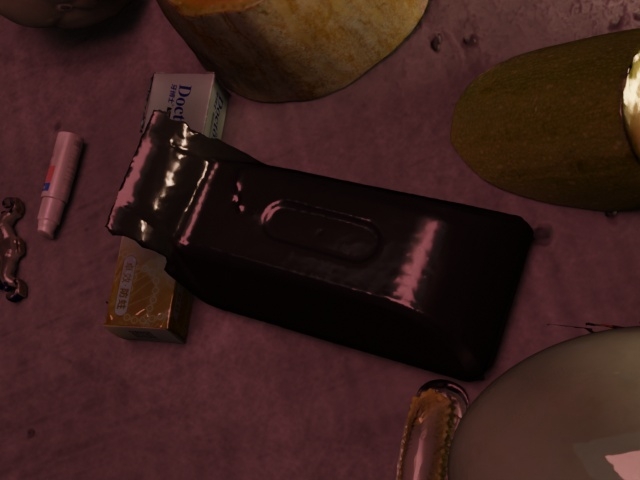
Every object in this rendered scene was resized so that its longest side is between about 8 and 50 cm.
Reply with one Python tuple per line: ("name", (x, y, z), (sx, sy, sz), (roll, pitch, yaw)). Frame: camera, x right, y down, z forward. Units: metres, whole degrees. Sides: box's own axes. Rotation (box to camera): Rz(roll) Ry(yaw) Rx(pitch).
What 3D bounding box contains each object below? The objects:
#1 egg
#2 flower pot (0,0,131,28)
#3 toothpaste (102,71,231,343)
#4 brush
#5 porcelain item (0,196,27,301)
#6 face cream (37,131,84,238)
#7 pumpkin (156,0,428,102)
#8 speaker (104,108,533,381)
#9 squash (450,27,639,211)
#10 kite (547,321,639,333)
("egg", (0.297, 0.209, 1.065), (0.388, 0.276, 0.276), (4, 72, 19))
("flower pot", (-0.329, -0.378, 1.566), (0.195, 0.246, 0.246), (9, 74, 23))
("toothpaste", (-0.173, -0.041, 1.471), (0.089, 0.071, 0.313), (2, 71, 18))
("brush", (0.094, 0.274, 1.246), (0.068, 0.060, 0.297), (3, 71, 20))
("porcelain item", (-0.396, 0.016, 1.562), (0.075, 0.021, 0.136), (-14, 66, 16))
("face cream", (-0.318, -0.067, 1.556), (0.034, 0.034, 0.130), (4, 73, 23))
("pumpkin", (-0.044, -0.346, 1.464), (0.332, 0.199, 0.332), (-7, 66, 17))
("speaker", (0.000, 0.000, 1.318), (0.388, 0.184, 0.180), (13, 76, 24))
("squash", (0.287, -0.121, 1.341), (0.260, 0.189, 0.189), (-8, 62, 58))
("kite", (0.315, 0.088, 1.195), (0.160, 0.183, 0.010), (8, 83, -21))
